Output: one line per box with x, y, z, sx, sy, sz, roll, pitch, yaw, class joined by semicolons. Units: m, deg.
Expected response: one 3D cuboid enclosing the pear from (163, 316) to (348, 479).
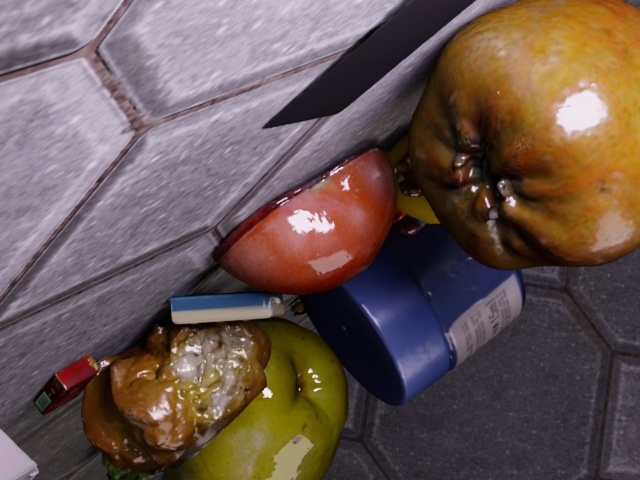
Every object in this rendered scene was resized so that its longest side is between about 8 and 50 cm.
-0.102;0.240;2.039;0.294;0.294;0.294;-36;172;-6;pear

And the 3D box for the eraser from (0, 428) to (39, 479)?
-0.442;0.337;1.647;0.287;0.086;0.130;-50;171;16;eraser

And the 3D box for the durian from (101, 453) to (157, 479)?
-0.278;0.331;2.386;0.132;0.106;0.375;-27;169;-38;durian

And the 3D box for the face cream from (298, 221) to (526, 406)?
0.119;0.064;2.016;0.225;0.249;0.249;-35;172;-19;face cream

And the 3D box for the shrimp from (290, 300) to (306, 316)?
0.031;0.077;2.462;0.166;0.049;0.161;-37;170;13;shrimp

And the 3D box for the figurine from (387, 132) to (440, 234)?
0.119;-0.065;1.775;0.185;0.127;0.234;-31;-174;27;figurine

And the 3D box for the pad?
0.075;-0.180;1.261;0.265;0.009;0.159;-38;173;25;pad

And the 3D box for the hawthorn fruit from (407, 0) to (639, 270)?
0.246;-0.115;1.445;0.301;0.268;0.268;-38;175;-32;hawthorn fruit

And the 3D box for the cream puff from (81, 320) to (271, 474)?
-0.176;0.182;1.775;0.241;0.155;0.269;-37;174;8;cream puff

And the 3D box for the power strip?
-0.104;0.075;1.681;0.123;0.032;0.056;-4;-179;13;power strip

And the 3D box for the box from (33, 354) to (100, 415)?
-0.284;0.162;1.666;0.051;0.023;0.082;-31;171;-39;box

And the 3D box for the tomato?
0.000;0.000;1.638;0.228;0.112;0.199;-31;173;-17;tomato
